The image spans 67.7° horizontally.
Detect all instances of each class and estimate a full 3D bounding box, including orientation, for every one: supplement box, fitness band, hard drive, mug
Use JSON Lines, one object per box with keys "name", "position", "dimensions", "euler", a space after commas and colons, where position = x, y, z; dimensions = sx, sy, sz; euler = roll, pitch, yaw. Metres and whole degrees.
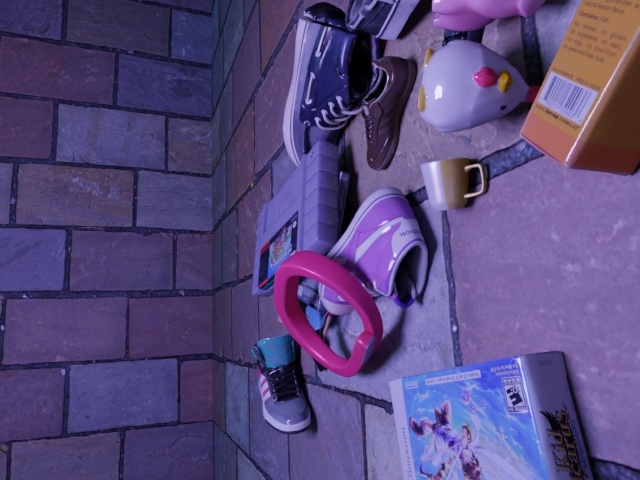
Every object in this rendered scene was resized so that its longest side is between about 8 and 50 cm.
{"name": "supplement box", "position": [0.255, -0.172, 0.374], "dimensions": [0.080, 0.078, 0.233], "euler": [-111, 31, -50]}
{"name": "fitness band", "position": [0.007, 0.131, 0.831], "dimensions": [0.209, 0.054, 0.290], "euler": [39, 150, 19]}
{"name": "hard drive", "position": [-0.030, 0.223, 1.088], "dimensions": [0.094, 0.022, 0.135], "euler": [65, 173, -31]}
{"name": "mug", "position": [0.167, -0.072, 0.616], "dimensions": [0.078, 0.062, 0.064], "euler": [-179, 82, -75]}

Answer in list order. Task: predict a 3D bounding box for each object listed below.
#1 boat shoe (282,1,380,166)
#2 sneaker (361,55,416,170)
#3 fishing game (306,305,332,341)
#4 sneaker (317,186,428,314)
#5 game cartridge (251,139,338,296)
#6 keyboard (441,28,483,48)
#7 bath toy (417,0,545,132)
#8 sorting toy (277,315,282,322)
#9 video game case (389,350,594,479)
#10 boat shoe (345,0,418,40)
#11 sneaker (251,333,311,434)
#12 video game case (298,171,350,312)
{"name": "boat shoe", "position": [0.020, -0.264, 0.930], "dimensions": [0.158, 0.127, 0.340], "euler": [43, 141, 41]}
{"name": "sneaker", "position": [0.094, -0.209, 0.790], "dimensions": [0.066, 0.071, 0.188], "euler": [-122, 39, -54]}
{"name": "fishing game", "position": [0.003, 0.108, 1.049], "dimensions": [0.264, 0.041, 0.189], "euler": [-107, 28, -58]}
{"name": "sneaker", "position": [0.079, 0.069, 0.777], "dimensions": [0.282, 0.102, 0.161], "euler": [112, 148, -42]}
{"name": "game cartridge", "position": [-0.067, -0.027, 1.029], "dimensions": [0.355, 0.068, 0.230], "euler": [-40, 38, 55]}
{"name": "keyboard", "position": [0.195, -0.320, 0.609], "dimensions": [0.108, 0.023, 0.180], "euler": [-140, 53, -63]}
{"name": "bath toy", "position": [0.187, -0.288, 0.501], "dimensions": [0.151, 0.129, 0.347], "euler": [-21, -61, -73]}
{"name": "sorting toy", "position": [-0.081, 0.072, 1.197], "dimensions": [0.208, 0.038, 0.192], "euler": [-90, 13, -59]}
{"name": "video game case", "position": [0.184, 0.270, 0.548], "dimensions": [0.269, 0.061, 0.244], "euler": [135, 131, -60]}
{"name": "boat shoe", "position": [0.087, -0.380, 0.661], "dimensions": [0.306, 0.105, 0.113], "euler": [-148, 65, -86]}
{"name": "sneaker", "position": [-0.097, 0.329, 1.188], "dimensions": [0.295, 0.124, 0.178], "euler": [-147, 51, -67]}
{"name": "video game case", "position": [0.000, 0.000, 1.008], "dimensions": [0.196, 0.026, 0.274], "euler": [-173, 94, -74]}
